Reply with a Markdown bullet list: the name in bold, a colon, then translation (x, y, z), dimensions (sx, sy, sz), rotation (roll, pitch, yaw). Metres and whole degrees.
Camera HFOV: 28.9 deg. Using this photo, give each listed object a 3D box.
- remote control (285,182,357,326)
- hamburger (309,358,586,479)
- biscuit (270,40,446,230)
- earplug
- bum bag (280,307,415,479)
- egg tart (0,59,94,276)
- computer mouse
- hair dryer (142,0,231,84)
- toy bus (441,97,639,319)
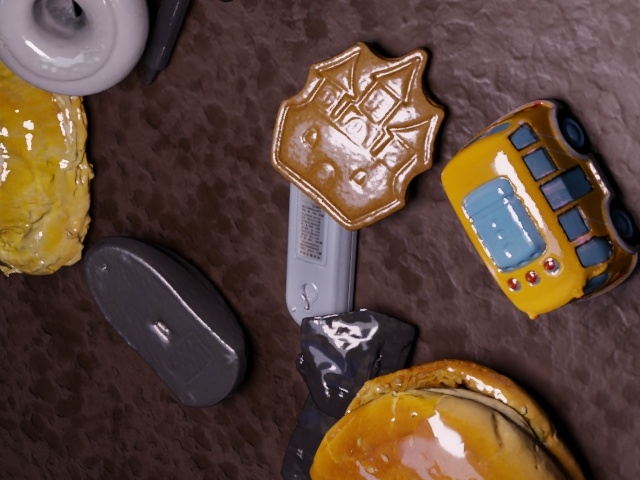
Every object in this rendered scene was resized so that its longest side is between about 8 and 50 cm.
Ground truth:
- **remote control**: translation (0.000, 0.000, 1.479), dimensions (0.087, 0.047, 0.244), rotation (15, 115, 29)
- **hamburger**: translation (0.142, 0.293, 1.368), dimensions (0.290, 0.170, 0.314), rotation (-34, 93, 35)
- **biscuit**: translation (0.049, -0.127, 1.372), dimensions (0.182, 0.034, 0.215), rotation (41, 112, 8)
- **earplug**: translation (-0.351, -0.306, 1.560), dimensions (0.325, 0.175, 0.214), rotation (24, 127, 33)
- **bum bag**: translation (0.027, 0.211, 1.508), dimensions (0.137, 0.074, 0.310), rotation (14, 115, 11)
- **egg tart**: translation (-0.466, -0.135, 1.736), dimensions (0.339, 0.153, 0.351), rotation (30, 120, 31)
- **computer mouse**: translation (-0.195, 0.096, 1.640), dimensions (0.269, 0.086, 0.137), rotation (47, 123, 5)
- **hair dryer**: translation (-0.165, -0.278, 1.514), dimensions (0.128, 0.070, 0.255), rotation (42, 134, 18)
- **toy bus**: translation (0.215, -0.026, 1.243), dimensions (0.126, 0.136, 0.209), rotation (-32, 86, 40)
